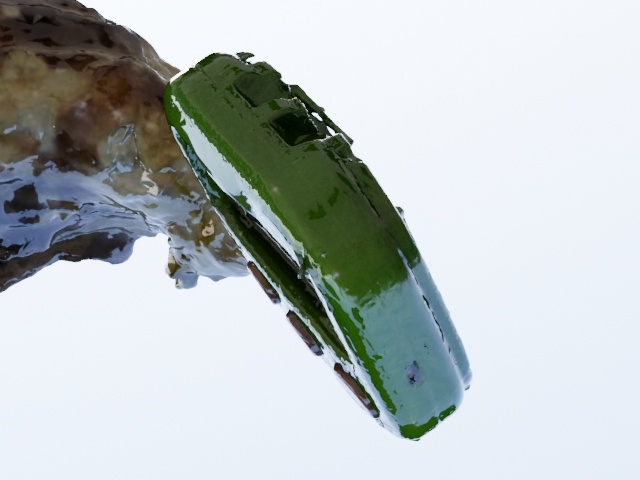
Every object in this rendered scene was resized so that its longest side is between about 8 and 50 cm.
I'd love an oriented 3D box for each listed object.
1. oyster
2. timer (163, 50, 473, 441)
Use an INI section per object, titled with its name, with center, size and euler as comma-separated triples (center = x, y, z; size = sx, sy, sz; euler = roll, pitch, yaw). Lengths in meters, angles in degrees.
[oyster]
center = -0.187, -0.055, 0.931
size = 0.271, 0.275, 0.100
euler = -28, -175, 4
[timer]
center = 0.000, 0.000, 0.666
size = 0.047, 0.128, 0.140
euler = -34, -136, -8
